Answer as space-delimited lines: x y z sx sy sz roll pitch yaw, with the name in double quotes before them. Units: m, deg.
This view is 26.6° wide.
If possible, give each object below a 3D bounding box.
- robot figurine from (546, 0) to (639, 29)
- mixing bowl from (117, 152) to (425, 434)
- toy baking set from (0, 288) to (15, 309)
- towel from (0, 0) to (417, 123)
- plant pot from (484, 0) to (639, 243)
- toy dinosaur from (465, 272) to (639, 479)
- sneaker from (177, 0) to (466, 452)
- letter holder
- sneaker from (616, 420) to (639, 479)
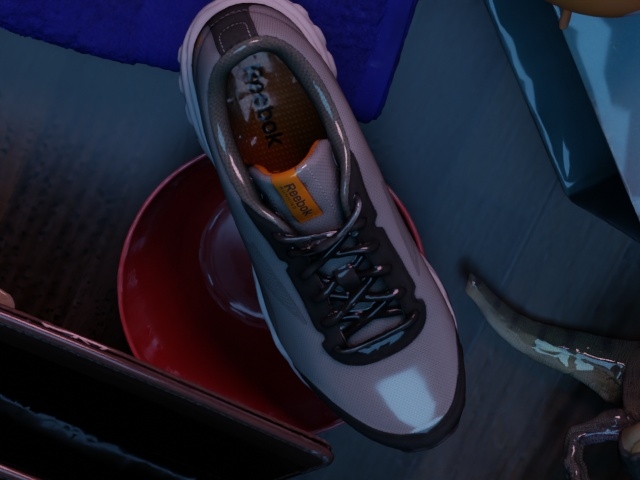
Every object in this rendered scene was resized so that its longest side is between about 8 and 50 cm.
"robot figurine" 0.149 -0.190 0.596 0.128 0.158 0.219 39 116 2
"mixing bowl" -0.029 0.019 0.829 0.181 0.098 0.181 0 103 -2
"toy baking set" -0.329 0.093 0.876 0.256 0.030 0.197 3 103 -2
"towel" -0.082 -0.201 0.761 0.308 0.076 0.227 14 128 -6
"plant pot" 0.236 -0.133 0.770 0.234 0.165 0.165 -25 102 0
"toy dinosaur" 0.209 0.110 0.873 0.268 0.064 0.118 14 87 -5
"sneaker" -0.001 0.000 0.721 0.100 0.108 0.271 -26 103 3
"letter holder" -0.171 0.138 0.753 0.302 0.214 0.152 24 67 -11
"sneaker" 0.344 0.014 0.818 0.410 0.182 0.158 -29 145 -1
